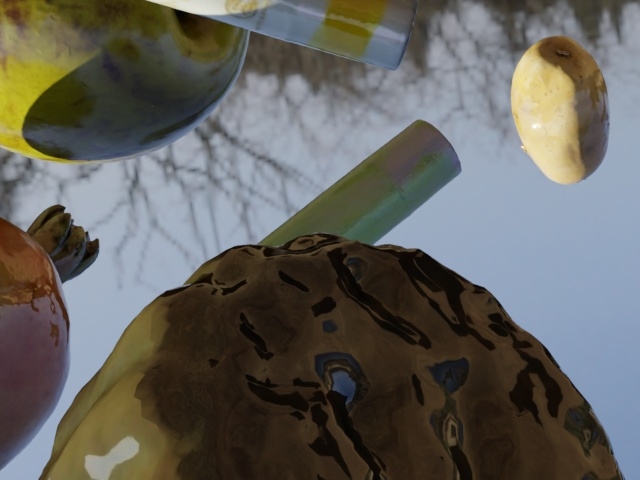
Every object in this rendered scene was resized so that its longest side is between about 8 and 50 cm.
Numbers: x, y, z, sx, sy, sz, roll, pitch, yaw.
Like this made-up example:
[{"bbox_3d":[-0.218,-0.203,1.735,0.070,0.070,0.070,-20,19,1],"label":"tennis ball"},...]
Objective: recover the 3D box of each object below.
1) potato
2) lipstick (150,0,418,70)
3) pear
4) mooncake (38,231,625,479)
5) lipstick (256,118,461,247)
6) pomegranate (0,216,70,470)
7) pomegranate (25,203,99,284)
[{"bbox_3d":[0.270,-0.142,1.739,0.109,0.178,0.118,-33,-137,-17],"label":"potato"},{"bbox_3d":[-0.067,-0.177,1.049,0.264,0.059,0.059,16,-170,-4],"label":"lipstick"},{"bbox_3d":[-0.193,-0.193,1.261,0.283,0.284,0.283,-10,-169,2],"label":"pear"},{"bbox_3d":[0.011,0.134,0.755,0.290,0.290,0.161,-22,163,-48],"label":"mooncake"},{"bbox_3d":[0.000,0.000,1.498,0.304,0.076,0.076,-39,-163,-10],"label":"lipstick"},{"bbox_3d":[-0.302,0.075,1.168,0.252,0.229,0.270,-10,173,31],"label":"pomegranate"},{"bbox_3d":[-0.318,0.068,1.481,0.248,0.202,0.202,-49,-160,-9],"label":"pomegranate"}]
